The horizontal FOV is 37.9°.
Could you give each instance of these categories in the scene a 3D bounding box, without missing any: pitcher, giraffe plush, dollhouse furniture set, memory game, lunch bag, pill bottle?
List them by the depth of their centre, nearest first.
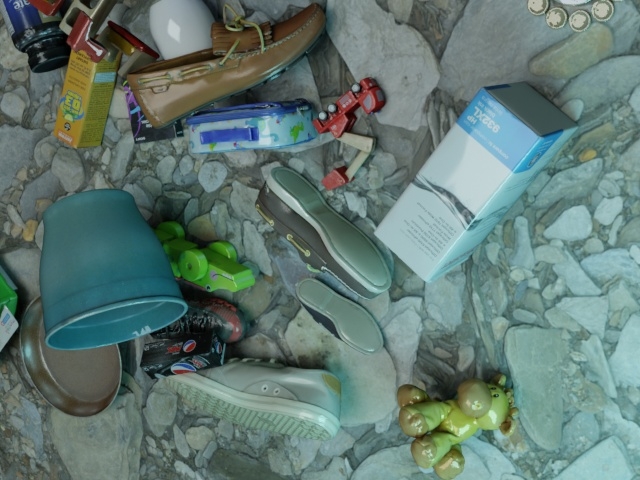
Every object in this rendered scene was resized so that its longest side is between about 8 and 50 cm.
[{"bbox_3d":[0.410,-0.428,1.498,0.186,0.012,0.186,7,105,26],"label":"memory game"},{"bbox_3d":[0.261,0.314,1.661,0.170,0.210,0.181,-33,61,25],"label":"giraffe plush"},{"bbox_3d":[-0.131,-0.211,1.748,0.219,0.176,0.090,-2,101,30],"label":"lunch bag"},{"bbox_3d":[-0.476,-0.473,1.760,0.374,0.201,0.152,37,99,18],"label":"dollhouse furniture set"},{"bbox_3d":[-0.266,-0.369,1.827,0.177,0.125,0.207,-12,108,45],"label":"pitcher"},{"bbox_3d":[-0.608,-0.475,1.976,0.123,0.123,0.219,-21,91,31],"label":"pill bottle"}]

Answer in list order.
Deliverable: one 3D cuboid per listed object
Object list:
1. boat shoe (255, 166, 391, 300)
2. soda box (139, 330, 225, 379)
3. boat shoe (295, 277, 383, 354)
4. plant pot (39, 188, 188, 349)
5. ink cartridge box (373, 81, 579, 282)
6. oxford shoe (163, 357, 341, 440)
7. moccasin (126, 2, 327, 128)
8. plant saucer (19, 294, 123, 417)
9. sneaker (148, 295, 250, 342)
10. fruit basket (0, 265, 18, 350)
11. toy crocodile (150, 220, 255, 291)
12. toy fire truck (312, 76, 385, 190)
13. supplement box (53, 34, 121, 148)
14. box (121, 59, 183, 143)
[{"bbox_3d":[0.000,0.000,1.766,0.324,0.116,0.097,45,123,17],"label":"boat shoe"},{"bbox_3d":[-0.282,0.235,1.905,0.169,0.060,0.053,-13,136,20],"label":"soda box"},{"bbox_3d":[0.037,0.152,1.822,0.206,0.075,0.065,39,160,10],"label":"boat shoe"},{"bbox_3d":[-0.419,0.047,1.801,0.271,0.271,0.255,-27,71,31],"label":"plant pot"},{"bbox_3d":[0.256,-0.100,1.536,0.129,0.223,0.307,43,118,14],"label":"ink cartridge box"},{"bbox_3d":[-0.135,0.304,1.909,0.449,0.130,0.169,3,148,36],"label":"oxford shoe"},{"bbox_3d":[-0.169,-0.344,1.699,0.380,0.139,0.147,-22,113,8],"label":"moccasin"},{"bbox_3d":[-0.573,0.260,2.173,0.310,0.050,0.311,7,105,26],"label":"plant saucer"},{"bbox_3d":[-0.286,0.165,1.946,0.276,0.135,0.098,13,106,24],"label":"sneaker"},{"bbox_3d":[-0.882,0.170,2.285,0.327,0.165,0.353,50,135,10],"label":"fruit basket"},{"bbox_3d":[-0.286,0.040,1.928,0.340,0.115,0.105,20,112,25],"label":"toy crocodile"},{"bbox_3d":[0.057,-0.196,1.724,0.192,0.047,0.135,-37,84,29],"label":"toy fire truck"},{"bbox_3d":[-0.495,-0.315,1.979,0.078,0.080,0.233,28,116,23],"label":"supplement box"},{"bbox_3d":[-0.351,-0.286,1.935,0.116,0.029,0.162,-5,101,30],"label":"box"}]
